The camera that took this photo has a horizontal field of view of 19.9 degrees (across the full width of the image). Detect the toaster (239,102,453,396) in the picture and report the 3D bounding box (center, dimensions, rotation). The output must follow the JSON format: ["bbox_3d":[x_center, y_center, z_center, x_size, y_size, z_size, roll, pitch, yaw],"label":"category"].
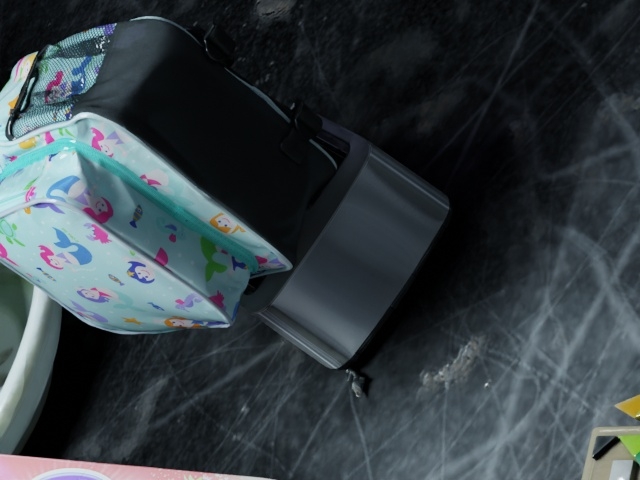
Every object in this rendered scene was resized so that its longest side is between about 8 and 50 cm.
[{"bbox_3d":[0.000,0.000,1.439,0.168,0.110,0.185,-56,35,0],"label":"toaster"}]

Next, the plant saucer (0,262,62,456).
[{"bbox_3d":[-0.363,0.145,1.757,0.400,0.100,0.400,-29,43,31],"label":"plant saucer"}]

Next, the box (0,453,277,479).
[{"bbox_3d":[-0.163,0.247,1.284,0.300,0.154,0.142,2,60,18],"label":"box"}]

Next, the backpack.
[{"bbox_3d":[-0.144,-0.042,1.355,0.253,0.225,0.191,0,57,54],"label":"backpack"}]

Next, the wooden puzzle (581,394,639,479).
[{"bbox_3d":[0.195,0.148,1.170,0.078,0.014,0.116,-18,50,41],"label":"wooden puzzle"}]
